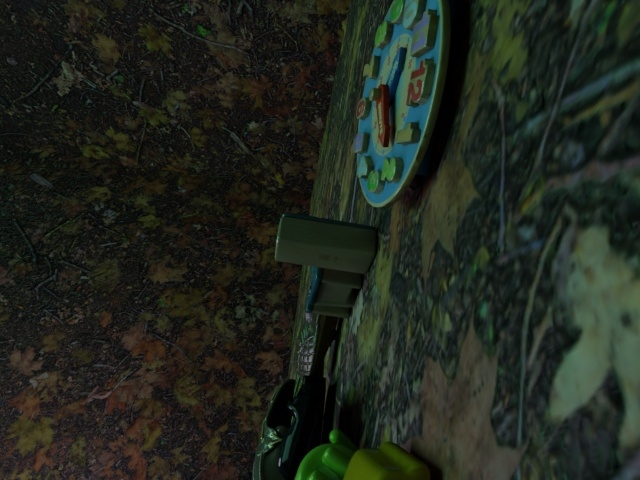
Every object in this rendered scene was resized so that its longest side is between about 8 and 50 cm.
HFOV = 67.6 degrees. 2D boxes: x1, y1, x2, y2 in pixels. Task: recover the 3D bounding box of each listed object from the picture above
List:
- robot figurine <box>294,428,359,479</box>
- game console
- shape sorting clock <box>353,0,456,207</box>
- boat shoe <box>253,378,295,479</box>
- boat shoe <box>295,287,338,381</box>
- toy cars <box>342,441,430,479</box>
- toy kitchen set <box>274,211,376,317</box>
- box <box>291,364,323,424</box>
[{"bbox_3d":[0.008,0.236,0.455,0.101,0.067,0.115,-51,-17,-34],"label":"robot figurine"},{"bbox_3d":[-0.020,0.286,0.654,0.361,0.044,0.213,87,-171,-65],"label":"game console"},{"bbox_3d":[0.065,-0.133,0.444,0.206,0.041,0.206,-174,90,-74],"label":"shape sorting clock"},{"bbox_3d":[-0.089,0.451,1.094,0.305,0.109,0.091,-80,-4,-61],"label":"boat shoe"},{"bbox_3d":[0.002,0.161,0.817,0.064,0.060,0.177,32,114,56],"label":"boat shoe"},{"bbox_3d":[-0.006,0.312,0.333,0.176,0.087,0.393,-88,8,-63],"label":"toy cars"},{"bbox_3d":[0.000,0.000,0.703,0.207,0.122,0.166,104,173,-53],"label":"toy kitchen set"},{"bbox_3d":[-0.026,0.280,1.056,0.184,0.045,0.190,-89,10,-50],"label":"box"}]
